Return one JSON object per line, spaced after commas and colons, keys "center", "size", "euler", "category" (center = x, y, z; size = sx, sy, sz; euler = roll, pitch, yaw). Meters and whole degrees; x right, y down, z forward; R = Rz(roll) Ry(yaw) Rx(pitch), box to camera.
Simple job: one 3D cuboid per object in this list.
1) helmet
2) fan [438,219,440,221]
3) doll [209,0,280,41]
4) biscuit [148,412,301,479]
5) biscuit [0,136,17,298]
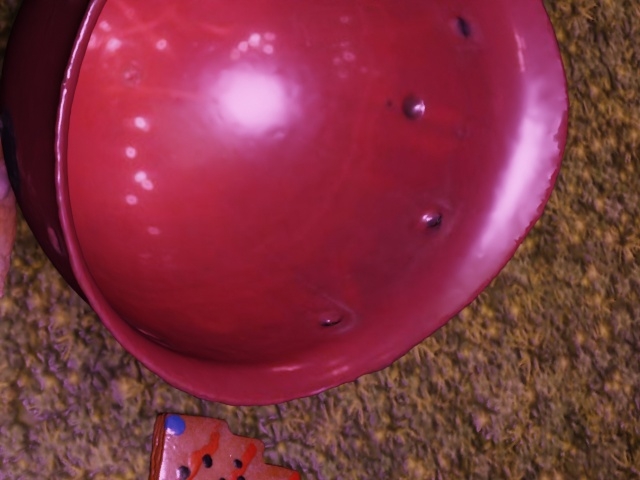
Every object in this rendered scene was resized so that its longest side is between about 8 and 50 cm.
{"center": [-0.056, -0.089, 1.236], "size": [0.385, 0.230, 0.337], "euler": [-7, 108, -39], "category": "helmet"}
{"center": [0.000, 0.000, 1.401], "size": [0.240, 0.009, 0.131], "euler": [-29, 97, -34], "category": "fan"}
{"center": [0.005, -0.276, 1.399], "size": [0.203, 0.091, 0.286], "euler": [0, 77, -10], "category": "doll"}
{"center": [-0.072, 0.171, 1.319], "size": [0.119, 0.019, 0.130], "euler": [-45, 108, -31], "category": "biscuit"}
{"center": [-0.271, 0.034, 1.190], "size": [0.141, 0.038, 0.290], "euler": [52, 60, -19], "category": "biscuit"}
